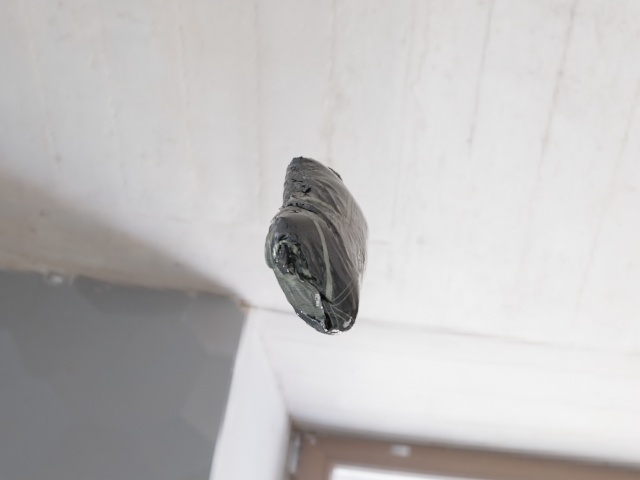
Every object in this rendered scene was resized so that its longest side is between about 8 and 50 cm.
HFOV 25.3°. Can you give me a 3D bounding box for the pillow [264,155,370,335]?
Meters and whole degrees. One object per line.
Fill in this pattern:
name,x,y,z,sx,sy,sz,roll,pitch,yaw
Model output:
pillow,0.000,0.000,1.666,0.093,0.335,0.161,-20,106,13
